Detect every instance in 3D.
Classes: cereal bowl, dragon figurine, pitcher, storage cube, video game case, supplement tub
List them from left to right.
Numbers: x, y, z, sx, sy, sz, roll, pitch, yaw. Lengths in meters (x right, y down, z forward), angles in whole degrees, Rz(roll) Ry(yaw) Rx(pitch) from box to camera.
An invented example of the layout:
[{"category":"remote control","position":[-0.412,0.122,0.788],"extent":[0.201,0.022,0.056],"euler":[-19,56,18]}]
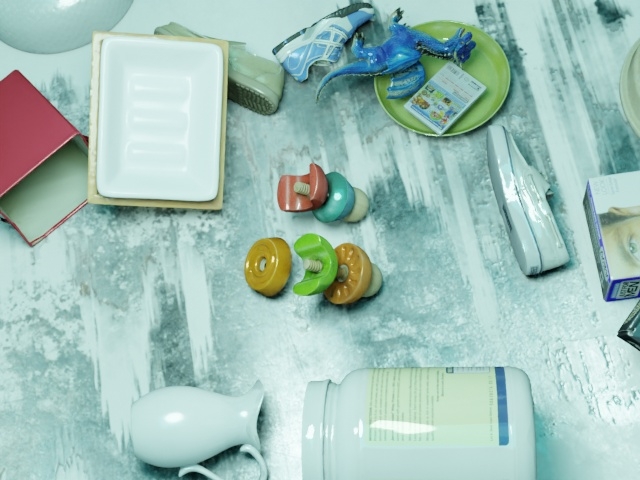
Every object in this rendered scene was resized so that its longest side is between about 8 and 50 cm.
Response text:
[{"category":"storage cube","position":[-0.515,-0.144,1.933],"extent":[0.215,0.183,0.193],"euler":[-42,66,-11]},{"category":"cereal bowl","position":[-0.524,-0.538,2.133],"extent":[0.339,0.141,0.338],"euler":[-2,66,5]},{"category":"pitcher","position":[-0.187,0.314,1.731],"extent":[0.207,0.125,0.177],"euler":[-4,81,-7]},{"category":"dragon figurine","position":[0.130,-0.307,1.926],"extent":[0.289,0.085,0.144],"euler":[-32,60,-7]},{"category":"supplement tub","position":[0.145,0.303,1.620],"extent":[0.325,0.235,0.235],"euler":[-1,66,7]},{"category":"video game case","position":[0.218,-0.250,1.937],"extent":[0.087,0.011,0.122],"euler":[40,76,20]}]

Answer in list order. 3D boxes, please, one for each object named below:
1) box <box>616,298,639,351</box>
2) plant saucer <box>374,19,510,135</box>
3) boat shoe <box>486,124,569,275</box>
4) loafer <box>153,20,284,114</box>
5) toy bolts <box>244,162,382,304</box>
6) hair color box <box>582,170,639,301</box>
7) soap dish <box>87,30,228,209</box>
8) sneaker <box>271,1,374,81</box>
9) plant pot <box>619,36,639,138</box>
[{"category":"box","position":[0.694,0.123,1.634],"extent":[0.395,0.097,0.318],"euler":[36,86,8]},{"category":"plant saucer","position":[0.217,-0.284,1.980],"extent":[0.241,0.037,0.240],"euler":[-3,65,6]},{"category":"boat shoe","position":[0.345,-0.076,1.841],"extent":[0.088,0.096,0.267],"euler":[-13,66,-3]},{"category":"loafer","position":[-0.180,-0.325,2.020],"extent":[0.269,0.102,0.092],"euler":[31,63,5]},{"category":"toy bolts","position":[0.000,0.000,1.858],"extent":[0.218,0.158,0.228],"euler":[-12,70,47]},{"category":"hair color box","position":[0.610,-0.024,1.776],"extent":[0.339,0.110,0.185],"euler":[-9,66,5]},{"category":"soap dish","position":[-0.279,-0.202,1.891],"extent":[0.229,0.118,0.290],"euler":[2,92,-13]},{"category":"sneaker","position":[0.014,-0.368,2.033],"extent":[0.211,0.080,0.081],"euler":[-33,98,-13]},{"category":"plant pot","position":[0.674,-0.321,1.790],"extent":[0.334,0.305,0.333],"euler":[-3,66,6]}]
